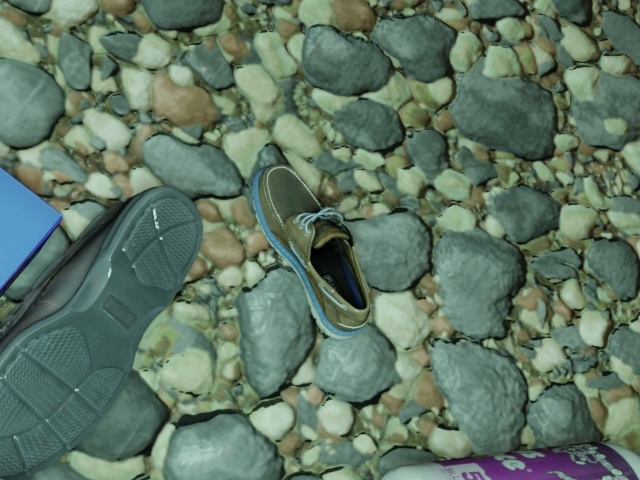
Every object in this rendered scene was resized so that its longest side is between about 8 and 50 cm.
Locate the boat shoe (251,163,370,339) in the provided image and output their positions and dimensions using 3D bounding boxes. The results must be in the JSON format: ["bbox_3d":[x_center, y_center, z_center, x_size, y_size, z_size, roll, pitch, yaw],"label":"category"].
[{"bbox_3d":[0.000,0.000,1.299,0.066,0.066,0.183,-25,79,-29],"label":"boat shoe"}]

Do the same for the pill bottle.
[{"bbox_3d":[0.202,0.263,1.203,0.301,0.169,0.169,-3,68,-23],"label":"pill bottle"}]

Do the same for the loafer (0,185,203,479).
[{"bbox_3d":[-0.213,0.078,1.181,0.109,0.095,0.302,52,59,-30],"label":"loafer"}]

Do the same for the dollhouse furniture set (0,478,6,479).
[{"bbox_3d":[-0.280,0.305,0.897,0.135,0.259,0.262,17,23,13],"label":"dollhouse furniture set"}]

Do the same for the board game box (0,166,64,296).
[{"bbox_3d":[-0.419,-0.034,1.117,0.347,0.078,0.233,39,54,-6],"label":"board game box"}]
